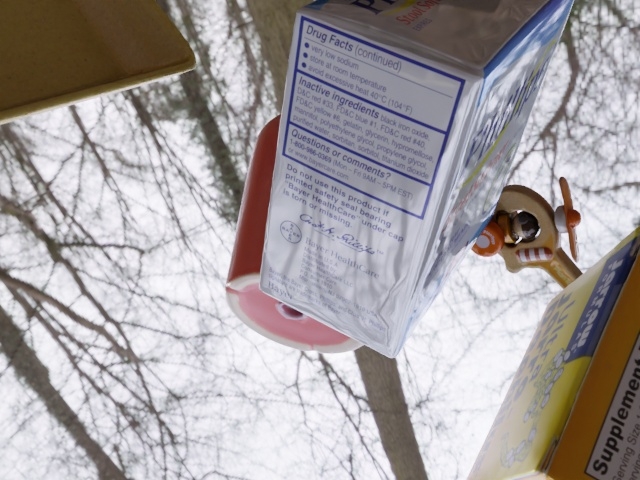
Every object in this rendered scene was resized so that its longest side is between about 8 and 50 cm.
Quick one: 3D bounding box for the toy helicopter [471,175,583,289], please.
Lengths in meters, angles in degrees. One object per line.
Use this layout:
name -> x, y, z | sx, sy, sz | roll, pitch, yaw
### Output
toy helicopter -> 0.512, 0.020, 1.717 | 0.235, 0.355, 0.140 | -44, 178, 40

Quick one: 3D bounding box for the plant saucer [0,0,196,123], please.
plant saucer -> -0.340, -0.239, 0.757 | 0.332, 0.333, 0.081 | -31, 170, -46

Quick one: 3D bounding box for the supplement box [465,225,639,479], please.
supplement box -> 0.316, 0.182, 0.559 | 0.356, 0.195, 0.194 | 30, -112, 6

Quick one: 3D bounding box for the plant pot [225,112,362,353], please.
plant pot -> 0.000, 0.000, 1.050 | 0.274, 0.275, 0.243 | 1, -126, 26

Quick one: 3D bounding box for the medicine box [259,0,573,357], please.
medicine box -> 0.086, -0.094, 0.706 | 0.149, 0.289, 0.263 | 26, -138, 17
